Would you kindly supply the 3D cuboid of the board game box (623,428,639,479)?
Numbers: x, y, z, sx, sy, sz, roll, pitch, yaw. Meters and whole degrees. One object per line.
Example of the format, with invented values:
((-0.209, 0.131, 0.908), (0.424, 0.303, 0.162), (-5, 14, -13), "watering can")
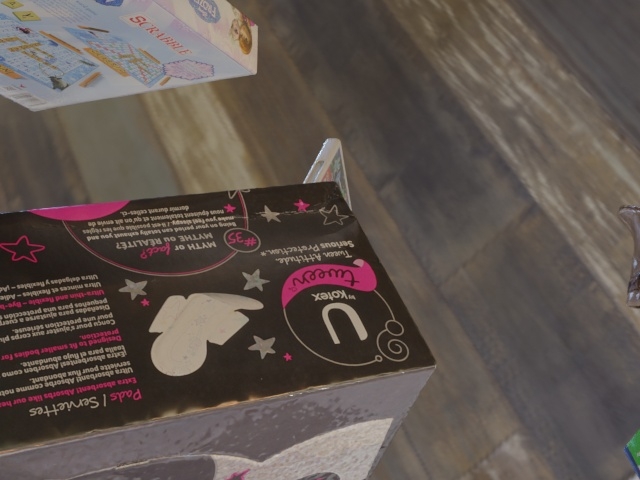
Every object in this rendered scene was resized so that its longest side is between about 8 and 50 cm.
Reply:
((0.296, 0.101, 0.703), (0.136, 0.201, 0.035), (-63, 27, 30), "board game box")

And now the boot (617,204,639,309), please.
((0.283, 0.017, 1.046), (0.118, 0.042, 0.087), (-161, 87, -72), "boot")

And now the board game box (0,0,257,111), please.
((-0.279, -0.238, 1.297), (0.318, 0.318, 0.066), (-5, 75, 24), "board game box")

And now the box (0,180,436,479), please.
((-0.093, 0.082, 0.643), (0.142, 0.247, 0.163), (63, 147, 34), "box")

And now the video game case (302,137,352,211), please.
((0.000, 0.000, 1.575), (0.023, 0.201, 0.183), (8, 44, 20), "video game case")
